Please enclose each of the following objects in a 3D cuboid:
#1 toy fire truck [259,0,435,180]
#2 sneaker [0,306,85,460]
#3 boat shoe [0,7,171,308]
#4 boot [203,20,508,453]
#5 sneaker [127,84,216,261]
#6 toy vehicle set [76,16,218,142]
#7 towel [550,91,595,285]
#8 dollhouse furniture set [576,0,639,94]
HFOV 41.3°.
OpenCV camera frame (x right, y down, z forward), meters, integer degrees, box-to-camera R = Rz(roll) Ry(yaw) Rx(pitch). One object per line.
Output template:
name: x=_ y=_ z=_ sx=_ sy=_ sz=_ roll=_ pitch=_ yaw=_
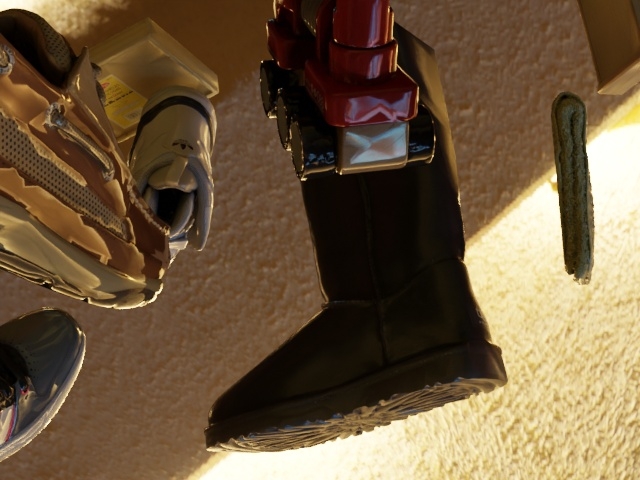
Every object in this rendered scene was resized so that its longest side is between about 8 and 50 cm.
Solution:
toy fire truck: x=-0.001 y=-0.199 z=0.734 sx=0.158 sy=0.247 sz=0.217 roll=-7 pitch=-148 yaw=-12
sneaker: x=-0.317 y=0.124 z=0.733 sx=0.123 sy=0.178 sz=0.295 roll=37 pitch=-131 yaw=8
boat shoe: x=-0.146 y=-0.047 z=0.402 sx=0.122 sy=0.324 sz=0.120 roll=19 pitch=-96 yaw=14
boot: x=0.002 y=-0.001 z=1.011 sx=0.366 sy=0.146 sz=0.446 roll=-21 pitch=-115 yaw=22
sneaker: x=-0.249 y=-0.035 z=1.283 sx=0.137 sy=0.366 sz=0.210 roll=12 pitch=-141 yaw=-15
toy vehicle set: x=-0.309 y=-0.220 z=1.275 sx=0.266 sy=0.166 sz=0.035 roll=-21 pitch=-120 yaw=21
towel: x=0.204 y=-0.038 z=0.682 sx=0.027 sy=0.110 sz=0.148 roll=-5 pitch=-95 yaw=15
dollhouse furniture set: x=0.487 y=-0.291 z=1.144 sx=0.242 sy=0.212 sz=0.161 roll=-2 pitch=-108 yaw=-19
